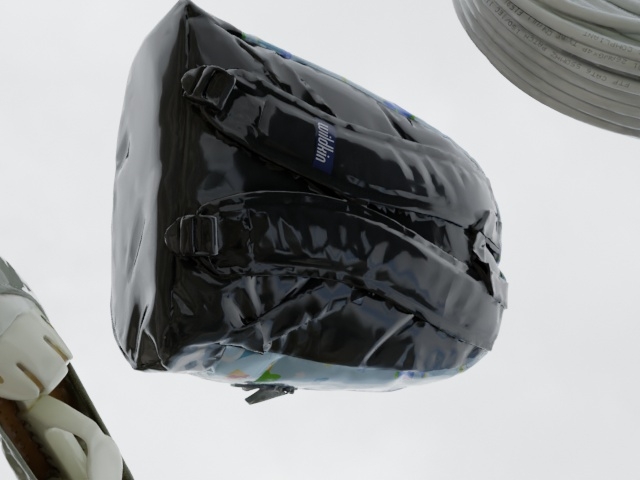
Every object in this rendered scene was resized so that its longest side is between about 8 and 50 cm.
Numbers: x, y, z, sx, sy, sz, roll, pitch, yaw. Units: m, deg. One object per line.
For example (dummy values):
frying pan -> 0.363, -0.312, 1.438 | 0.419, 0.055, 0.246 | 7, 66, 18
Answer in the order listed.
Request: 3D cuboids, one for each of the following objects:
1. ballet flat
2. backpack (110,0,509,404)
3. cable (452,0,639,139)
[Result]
ballet flat -> -0.155, 0.083, 0.614 | 0.068, 0.072, 0.213 | 7, -51, 37
backpack -> 0.000, 0.000, 0.938 | 0.355, 0.290, 0.273 | 8, -19, -26
cable -> 0.217, -0.174, 0.762 | 0.257, 0.257, 0.089 | 43, -37, 24
